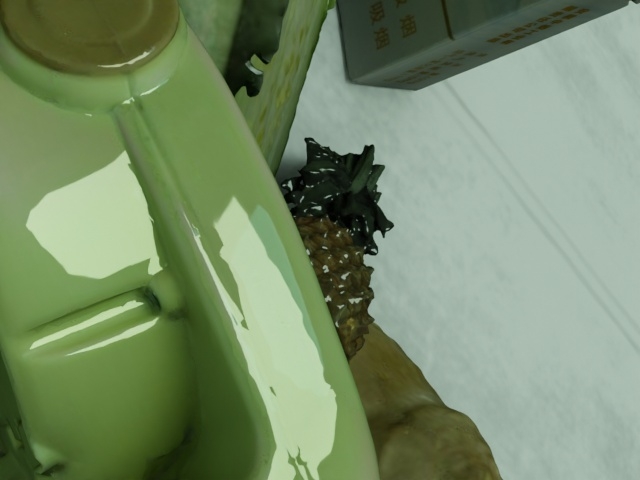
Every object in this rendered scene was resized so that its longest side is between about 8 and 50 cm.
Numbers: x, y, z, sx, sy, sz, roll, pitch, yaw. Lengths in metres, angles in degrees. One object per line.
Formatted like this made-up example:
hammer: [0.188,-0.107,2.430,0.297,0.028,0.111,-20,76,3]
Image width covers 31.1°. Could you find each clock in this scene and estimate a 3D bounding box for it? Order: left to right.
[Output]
clock: [-0.102,-0.006,0.425,0.096,0.235,0.308,-21,88,-25]

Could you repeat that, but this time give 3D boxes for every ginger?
ginger: [0.035,0.099,0.594,0.115,0.122,0.193,-26,88,-31]

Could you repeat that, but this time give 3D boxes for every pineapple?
pineapple: [0.000,0.000,0.595,0.074,0.074,0.159,48,33,-22]

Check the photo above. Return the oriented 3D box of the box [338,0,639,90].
box: [0.103,-0.188,0.638,0.067,0.233,0.150,-5,82,-41]

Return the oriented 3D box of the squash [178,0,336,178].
squash: [-0.020,-0.145,0.527,0.210,0.233,0.309,-14,87,0]
